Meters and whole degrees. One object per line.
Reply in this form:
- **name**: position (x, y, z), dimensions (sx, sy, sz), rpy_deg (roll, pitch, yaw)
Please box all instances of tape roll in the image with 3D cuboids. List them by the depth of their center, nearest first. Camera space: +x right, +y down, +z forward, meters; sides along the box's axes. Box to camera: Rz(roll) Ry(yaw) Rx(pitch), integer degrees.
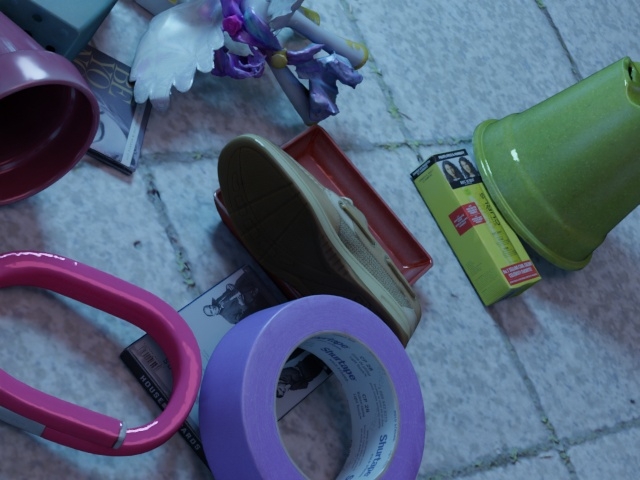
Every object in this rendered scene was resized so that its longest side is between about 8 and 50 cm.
- **tape roll**: position (-0.006, 0.206, 1.680), dimensions (0.275, 0.090, 0.274), rpy_deg (12, 70, -36)

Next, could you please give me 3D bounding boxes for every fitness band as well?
- **fitness band**: position (-0.270, 0.121, 1.581), dimensions (0.291, 0.054, 0.209), rpy_deg (24, 49, -13)

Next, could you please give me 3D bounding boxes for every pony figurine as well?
- **pony figurine**: position (-0.084, -0.317, 1.932), dimensions (0.363, 0.303, 0.351), rpy_deg (41, 34, -42)

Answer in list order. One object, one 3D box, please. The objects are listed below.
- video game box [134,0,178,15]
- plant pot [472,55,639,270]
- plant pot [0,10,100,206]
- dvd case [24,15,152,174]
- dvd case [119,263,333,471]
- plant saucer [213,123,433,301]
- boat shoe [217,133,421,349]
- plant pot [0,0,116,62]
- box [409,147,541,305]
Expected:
- **video game box**: position (-0.265, -0.432, 2.011), dimensions (0.205, 0.048, 0.187), rpy_deg (35, 45, -15)
- **plant pot**: position (0.415, -0.135, 2.166), dimensions (0.276, 0.254, 0.276), rpy_deg (34, 36, -29)
- **plant pot**: position (-0.379, -0.167, 1.633), dimensions (0.201, 0.201, 0.180), rpy_deg (-8, 52, -43)
- **dvd case**: position (-0.318, -0.193, 1.818), dimensions (0.221, 0.018, 0.164), rpy_deg (28, 46, -22)
- **dvd case**: position (-0.108, 0.149, 1.734), dimensions (0.179, 0.029, 0.239), rpy_deg (51, 44, 3)
- **plant saucer**: position (-0.001, -0.004, 1.921), dimensions (0.259, 0.048, 0.258), rpy_deg (51, 42, 1)
- **boat shoe**: position (0.000, 0.000, 1.807), dimensions (0.341, 0.122, 0.110), rpy_deg (54, 37, -10)
- **plant pot**: position (-0.327, -0.327, 1.784), dimensions (0.166, 0.165, 0.234), rpy_deg (32, 45, -15)
- **box**: position (0.228, -0.021, 2.113), dimensions (0.087, 0.058, 0.232), rpy_deg (-12, 69, -46)
